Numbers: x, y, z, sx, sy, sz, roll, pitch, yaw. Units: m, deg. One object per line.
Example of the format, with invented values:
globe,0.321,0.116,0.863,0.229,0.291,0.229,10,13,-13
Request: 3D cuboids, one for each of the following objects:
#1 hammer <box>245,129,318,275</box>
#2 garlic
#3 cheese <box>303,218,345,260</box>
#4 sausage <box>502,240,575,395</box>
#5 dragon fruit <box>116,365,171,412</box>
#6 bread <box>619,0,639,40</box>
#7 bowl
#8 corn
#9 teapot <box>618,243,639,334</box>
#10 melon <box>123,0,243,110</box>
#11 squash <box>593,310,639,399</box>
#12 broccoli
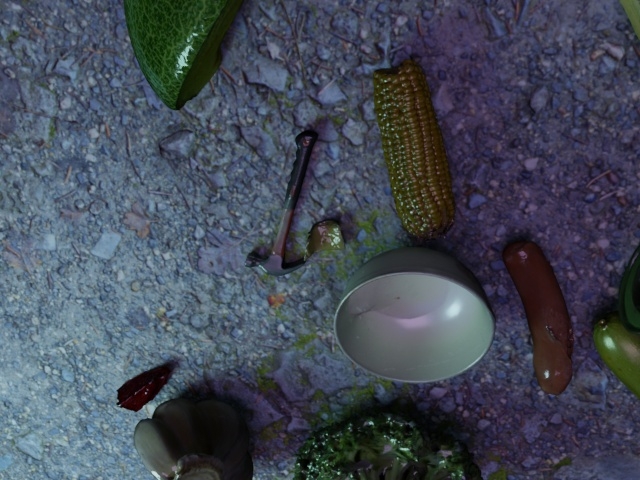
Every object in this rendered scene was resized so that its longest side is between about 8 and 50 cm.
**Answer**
hammer,-0.057,-0.064,1.270,0.111,0.033,0.287,16,113,2
garlic,-0.255,0.433,1.406,0.238,0.292,0.210,-1,105,-18
cheese,-0.001,0.000,1.281,0.084,0.041,0.060,-23,120,-14
sausage,0.408,0.141,1.267,0.087,0.079,0.326,-20,110,4
dragon fruit,-0.359,0.314,1.452,0.131,0.097,0.063,-36,108,-1
bread,0.627,-0.350,0.964,0.346,0.242,0.405,-25,110,14
bowl,0.166,0.116,1.238,0.277,0.145,0.277,3,128,4
corn,0.160,-0.143,1.169,0.115,0.115,0.317,-11,110,12
teapot,0.694,0.142,1.143,0.337,0.200,0.270,20,71,-3
melon,-0.202,-0.372,1.080,0.331,0.226,0.343,47,116,31
squash,0.565,0.201,1.250,0.187,0.123,0.123,42,111,-7
broccoli,0.132,0.499,1.355,0.375,0.301,0.249,-1,151,3
